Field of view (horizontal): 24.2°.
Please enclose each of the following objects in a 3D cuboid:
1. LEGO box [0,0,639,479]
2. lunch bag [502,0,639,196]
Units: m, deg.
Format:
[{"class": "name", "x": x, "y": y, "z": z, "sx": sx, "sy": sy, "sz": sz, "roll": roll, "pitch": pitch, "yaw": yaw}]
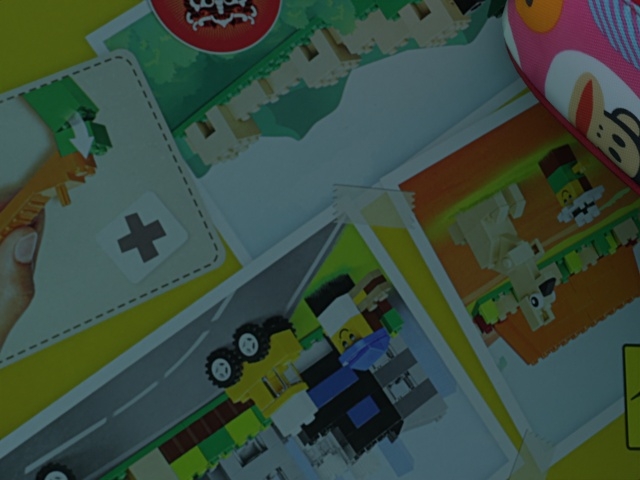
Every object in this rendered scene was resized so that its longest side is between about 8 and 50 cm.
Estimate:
[{"class": "LEGO box", "x": 0.000, "y": 0.000, "z": 0.614, "sx": 0.500, "sy": 0.372, "sz": 0.193, "roll": -32, "pitch": 4, "yaw": -24}, {"class": "lunch bag", "x": 0.236, "y": -0.082, "z": 0.499, "sx": 0.293, "sy": 0.258, "sz": 0.120, "roll": -30, "pitch": -29, "yaw": -23}]
